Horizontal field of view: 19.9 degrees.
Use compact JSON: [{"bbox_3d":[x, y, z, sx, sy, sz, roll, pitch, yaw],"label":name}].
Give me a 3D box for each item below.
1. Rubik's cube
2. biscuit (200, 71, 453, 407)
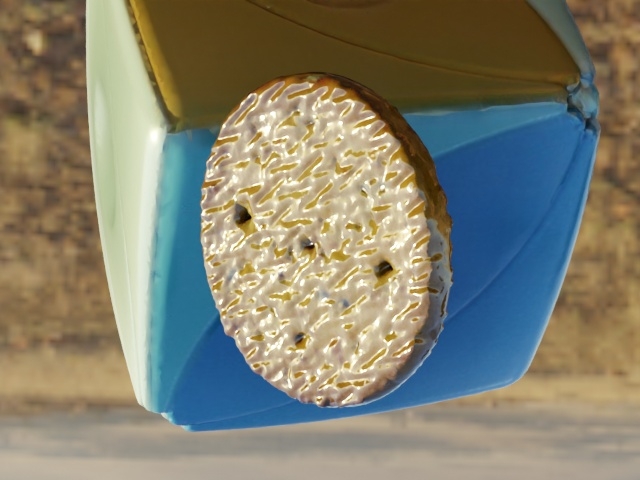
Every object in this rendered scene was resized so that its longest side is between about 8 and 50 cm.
[{"bbox_3d":[-0.002,-0.084,1.469,0.352,0.347,0.351,-7,136,-11],"label":"Rubik's cube"},{"bbox_3d":[0.001,0.000,1.004,0.027,0.188,0.188,-11,-176,-44],"label":"biscuit"}]
